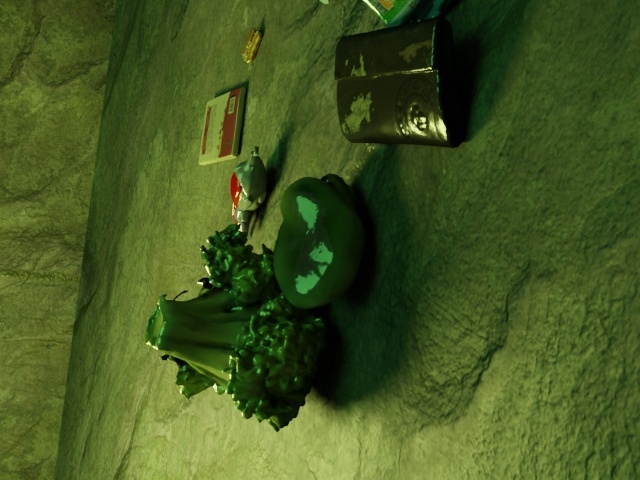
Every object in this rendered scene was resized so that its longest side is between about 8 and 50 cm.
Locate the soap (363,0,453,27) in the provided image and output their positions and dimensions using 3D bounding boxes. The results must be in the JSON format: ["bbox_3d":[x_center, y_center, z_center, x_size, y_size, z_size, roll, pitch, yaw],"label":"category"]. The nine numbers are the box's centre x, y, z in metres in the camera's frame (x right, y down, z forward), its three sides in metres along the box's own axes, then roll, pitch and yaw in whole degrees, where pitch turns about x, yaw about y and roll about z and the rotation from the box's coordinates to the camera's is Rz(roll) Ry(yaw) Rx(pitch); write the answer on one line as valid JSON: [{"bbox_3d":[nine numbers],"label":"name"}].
[{"bbox_3d":[0.072,-0.425,1.143,0.156,0.293,0.077,-43,8,49],"label":"soap"}]

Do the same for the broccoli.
[{"bbox_3d":[-0.155,0.170,1.375,0.293,0.281,0.348,-50,38,29],"label":"broccoli"}]

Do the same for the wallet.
[{"bbox_3d":[0.098,-0.222,1.199,0.321,0.044,0.170,17,118,64],"label":"wallet"}]

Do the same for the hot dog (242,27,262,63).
[{"bbox_3d":[-0.149,-0.428,1.819,0.037,0.021,0.083,51,129,29],"label":"hot dog"}]

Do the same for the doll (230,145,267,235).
[{"bbox_3d":[-0.148,-0.097,1.668,0.102,0.075,0.227,-100,20,-50],"label":"doll"}]

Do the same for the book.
[{"bbox_3d":[-0.233,-0.265,1.943,0.232,0.022,0.162,0,81,64],"label":"book"}]

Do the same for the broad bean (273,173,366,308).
[{"bbox_3d":[0.000,0.000,1.299,0.169,0.100,0.228,-1,72,40],"label":"broad bean"}]

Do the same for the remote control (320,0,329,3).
[{"bbox_3d":[-0.007,-0.533,1.369,0.293,0.051,0.103,77,-164,-60],"label":"remote control"}]
